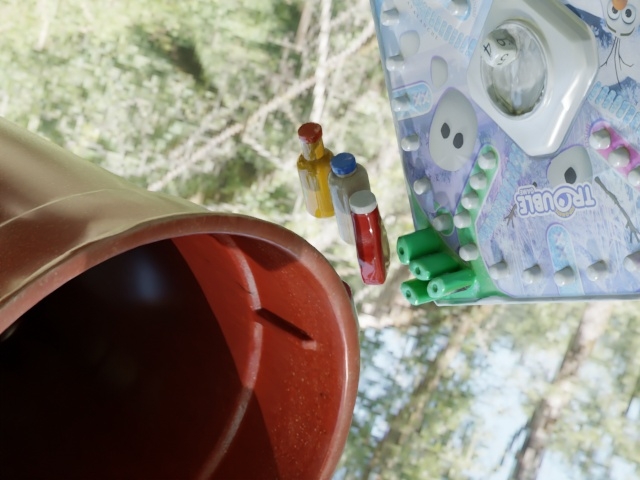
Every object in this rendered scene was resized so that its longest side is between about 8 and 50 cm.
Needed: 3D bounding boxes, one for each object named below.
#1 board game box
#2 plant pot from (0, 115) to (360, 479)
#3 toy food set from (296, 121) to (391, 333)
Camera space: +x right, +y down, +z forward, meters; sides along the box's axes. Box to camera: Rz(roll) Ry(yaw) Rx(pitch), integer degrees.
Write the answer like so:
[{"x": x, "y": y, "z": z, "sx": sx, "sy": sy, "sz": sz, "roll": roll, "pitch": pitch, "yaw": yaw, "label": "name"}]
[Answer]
[{"x": 0.157, "y": -0.137, "z": 0.960, "sx": 0.050, "sy": 0.389, "sz": 0.390, "roll": -13, "pitch": -177, "yaw": -32, "label": "board game box"}, {"x": -0.167, "y": 0.060, "z": 0.637, "sx": 0.272, "sy": 0.272, "sz": 0.265, "roll": 9, "pitch": -163, "yaw": -47, "label": "plant pot"}, {"x": 0.000, "y": 0.000, "z": 1.095, "sx": 0.111, "sy": 0.104, "sz": 0.232, "roll": 5, "pitch": -134, "yaw": 19, "label": "toy food set"}]
